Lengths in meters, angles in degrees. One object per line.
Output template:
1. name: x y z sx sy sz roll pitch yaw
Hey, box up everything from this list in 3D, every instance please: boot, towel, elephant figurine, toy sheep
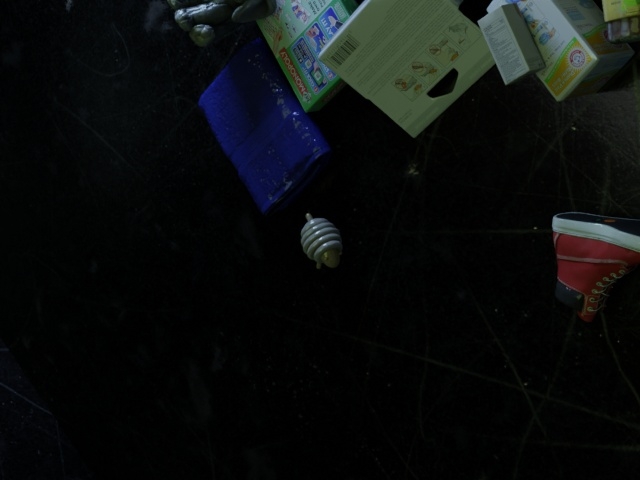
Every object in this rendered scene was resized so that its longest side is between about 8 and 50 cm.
1. boot: 0.485 0.056 1.830 0.244 0.088 0.176 12 109 50
2. towel: -0.111 -0.234 2.333 0.228 0.076 0.308 -43 71 34
3. elephant figurine: -0.164 -0.490 2.200 0.239 0.186 0.169 -27 118 19
4. toy sheep: 0.000 0.000 2.275 0.132 0.091 0.091 56 132 24

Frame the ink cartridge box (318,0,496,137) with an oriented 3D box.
1. ink cartridge box: 0.166 -0.347 2.021 0.239 0.060 0.275 38 133 -11

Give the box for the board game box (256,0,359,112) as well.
1. board game box: -0.028 -0.442 2.211 0.213 0.046 0.317 -39 74 43

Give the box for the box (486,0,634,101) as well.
1. box: 0.383 -0.334 1.799 0.203 0.114 0.103 57 135 18

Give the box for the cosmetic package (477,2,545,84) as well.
1. cosmetic package: 0.301 -0.310 1.777 0.060 0.041 0.115 -27 84 52

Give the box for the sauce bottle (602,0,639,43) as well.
1. sauce bottle: 0.463 -0.473 1.690 0.111 0.111 0.344 -4 100 44
